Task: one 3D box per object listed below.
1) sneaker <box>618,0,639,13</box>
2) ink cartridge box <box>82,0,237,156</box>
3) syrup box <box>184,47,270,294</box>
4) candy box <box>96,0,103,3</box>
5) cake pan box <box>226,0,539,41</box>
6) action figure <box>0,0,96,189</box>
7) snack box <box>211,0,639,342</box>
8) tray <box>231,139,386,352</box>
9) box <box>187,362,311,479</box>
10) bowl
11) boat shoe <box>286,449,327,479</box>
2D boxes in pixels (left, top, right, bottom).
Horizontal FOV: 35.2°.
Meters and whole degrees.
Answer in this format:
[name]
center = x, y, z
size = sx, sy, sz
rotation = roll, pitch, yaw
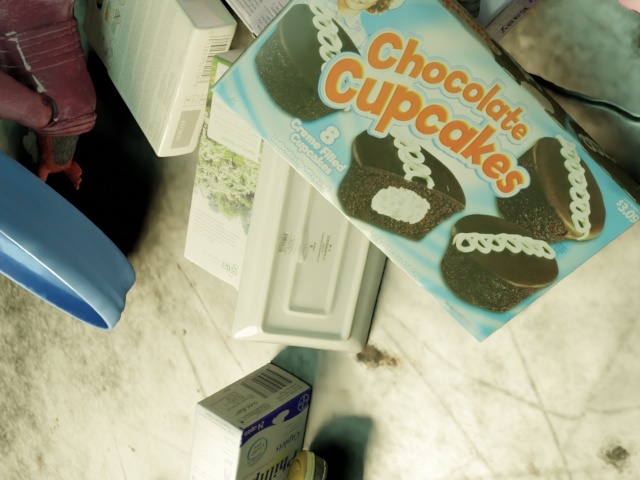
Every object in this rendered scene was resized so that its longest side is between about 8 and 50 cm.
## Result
[sneaker]
center = 0.253, -0.308, 0.699
size = 0.131, 0.112, 0.319
rotation = 3, 105, 36
[ink cartridge box]
center = -0.185, -0.233, 1.113
size = 0.225, 0.056, 0.181
rotation = 57, 141, 30
[syrup box]
center = -0.064, -0.073, 1.053
size = 0.093, 0.096, 0.237
rotation = 29, 122, 32
[candy box]
center = -0.199, -0.350, 1.118
size = 0.105, 0.027, 0.206
rotation = 29, 122, 31
[cake pan box]
center = 0.043, -0.249, 0.893
size = 0.246, 0.070, 0.267
rotation = -45, 75, 24
[action figure]
center = -0.309, -0.234, 1.142
size = 0.276, 0.248, 0.370
rotation = -6, 110, 17
[snack box]
center = 0.090, -0.083, 0.838
size = 0.322, 0.060, 0.187
rotation = 43, 116, -10
[tray]
center = 0.000, 0.000, 1.008
size = 0.145, 0.030, 0.270
rotation = 7, 117, -8
[box]
center = -0.081, 0.231, 1.151
size = 0.072, 0.126, 0.137
rotation = 25, 120, 30
[bowl]
center = -0.392, -0.033, 1.210
size = 0.391, 0.077, 0.391
rotation = 30, 163, 10
[boat shoe]
center = -0.013, 0.328, 1.163
size = 0.073, 0.080, 0.223
rotation = 11, 125, -4
